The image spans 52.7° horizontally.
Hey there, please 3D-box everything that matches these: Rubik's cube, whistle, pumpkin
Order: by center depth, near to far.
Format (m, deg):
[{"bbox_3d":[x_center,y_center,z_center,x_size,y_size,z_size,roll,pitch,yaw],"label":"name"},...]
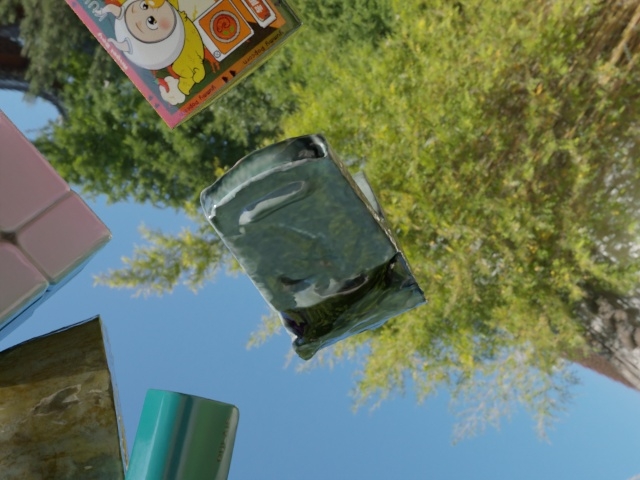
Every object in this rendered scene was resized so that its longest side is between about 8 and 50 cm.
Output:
[{"bbox_3d":[0.008,0.023,0.748,0.188,0.168,0.405,66,-172,10],"label":"whistle"},{"bbox_3d":[-0.363,0.276,0.875,0.199,0.332,0.332,-7,-146,-15],"label":"pumpkin"},{"bbox_3d":[-0.530,0.002,0.880,0.319,0.322,0.316,50,-121,-10],"label":"Rubik's cube"}]

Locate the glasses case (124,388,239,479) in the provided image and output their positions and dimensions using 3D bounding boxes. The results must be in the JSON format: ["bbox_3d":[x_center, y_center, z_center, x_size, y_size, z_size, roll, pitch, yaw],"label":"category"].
[{"bbox_3d":[-0.164,0.324,0.707,0.070,0.301,0.117,-8,155,41],"label":"glasses case"}]

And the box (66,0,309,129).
[{"bbox_3d":[-0.141,-0.252,0.682,0.195,0.177,0.148,52,-167,-13],"label":"box"}]
